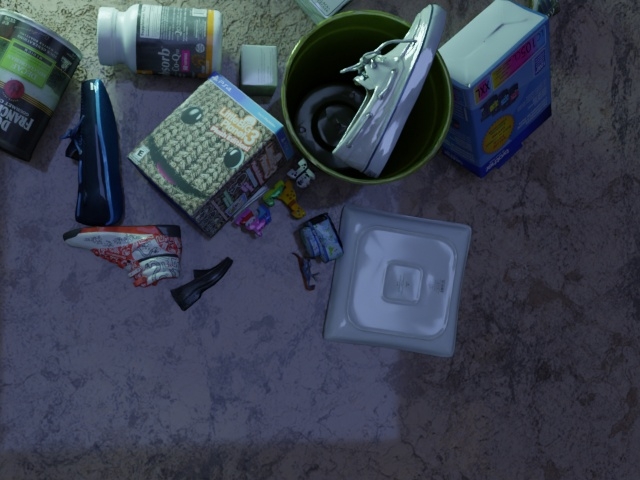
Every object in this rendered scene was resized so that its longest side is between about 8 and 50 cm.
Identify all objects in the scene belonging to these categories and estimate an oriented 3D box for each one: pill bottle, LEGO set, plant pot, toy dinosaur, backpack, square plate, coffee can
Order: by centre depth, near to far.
[{"bbox_3d":[-0.685,-0.343,1.695,0.202,0.201,0.275,25,84,-8],"label":"coffee can"},{"bbox_3d":[0.074,-0.292,1.746,0.367,0.353,0.366,0,88,-9],"label":"plant pot"},{"bbox_3d":[-0.371,-0.466,1.773,0.279,0.162,0.162,2,88,-9],"label":"pill bottle"},{"bbox_3d":[-0.091,-0.081,1.843,0.227,0.087,0.093,-43,80,-8],"label":"LEGO set"},{"bbox_3d":[0.000,0.000,1.850,0.084,0.105,0.114,-28,94,-9],"label":"backpack"},{"bbox_3d":[-0.032,0.081,1.885,0.090,0.047,0.082,16,95,24],"label":"toy dinosaur"},{"bbox_3d":[0.201,0.104,1.909,0.344,0.049,0.346,9,87,-9],"label":"square plate"}]

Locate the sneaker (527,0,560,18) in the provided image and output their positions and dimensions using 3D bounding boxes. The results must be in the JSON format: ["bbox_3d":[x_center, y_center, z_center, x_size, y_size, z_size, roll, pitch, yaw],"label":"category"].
[{"bbox_3d":[0.587,-0.604,1.989,0.086,0.064,0.192,11,83,-4],"label":"sneaker"}]

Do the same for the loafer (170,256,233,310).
[{"bbox_3d":[-0.284,0.092,1.821,0.170,0.062,0.061,-42,90,-10],"label":"loafer"}]

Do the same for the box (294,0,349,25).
[{"bbox_3d":[0.056,-0.689,1.891,0.169,0.087,0.290,45,82,-5],"label":"box"}]

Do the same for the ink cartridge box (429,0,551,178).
[{"bbox_3d":[0.416,-0.341,1.835,0.270,0.395,0.151,-42,57,-10],"label":"ink cartridge box"}]

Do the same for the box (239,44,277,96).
[{"bbox_3d":[-0.152,-0.410,1.839,0.087,0.101,0.101,0,87,-9],"label":"box"}]

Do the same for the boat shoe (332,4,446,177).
[{"bbox_3d":[0.118,-0.320,1.520,0.157,0.136,0.366,24,94,-5],"label":"boat shoe"}]

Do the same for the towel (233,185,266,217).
[{"bbox_3d":[-0.215,-0.135,1.826,0.113,0.023,0.152,-40,63,-8],"label":"towel"}]

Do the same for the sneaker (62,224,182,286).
[{"bbox_3d":[-0.460,0.040,1.776,0.270,0.090,0.144,-2,86,-12],"label":"sneaker"}]

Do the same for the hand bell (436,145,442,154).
[{"bbox_3d":[0.220,-0.330,1.915,0.126,0.126,0.241,-8,76,-10],"label":"hand bell"}]

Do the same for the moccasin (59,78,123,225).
[{"bbox_3d":[-0.537,-0.202,1.748,0.117,0.138,0.341,-5,84,4],"label":"moccasin"}]

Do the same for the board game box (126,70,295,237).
[{"bbox_3d":[-0.249,-0.198,1.755,0.232,0.141,0.291,40,81,19],"label":"board game box"}]
